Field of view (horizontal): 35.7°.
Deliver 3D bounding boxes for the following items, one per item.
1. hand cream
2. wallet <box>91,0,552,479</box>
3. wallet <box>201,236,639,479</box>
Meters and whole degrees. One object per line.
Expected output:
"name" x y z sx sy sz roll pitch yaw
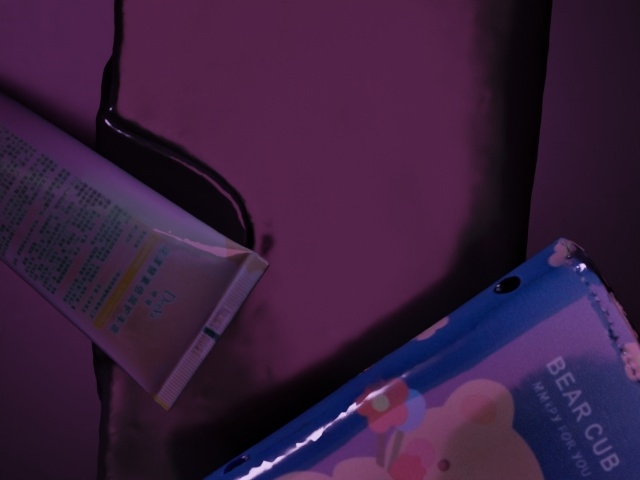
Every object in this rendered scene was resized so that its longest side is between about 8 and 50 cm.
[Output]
"hand cream" -0.109 -0.012 0.394 0.174 0.047 0.076 36 107 7
"wallet" 0.000 0.000 0.435 0.197 0.051 0.377 4 97 -9
"wallet" 0.051 0.110 0.405 0.202 0.059 0.141 -33 97 -5
